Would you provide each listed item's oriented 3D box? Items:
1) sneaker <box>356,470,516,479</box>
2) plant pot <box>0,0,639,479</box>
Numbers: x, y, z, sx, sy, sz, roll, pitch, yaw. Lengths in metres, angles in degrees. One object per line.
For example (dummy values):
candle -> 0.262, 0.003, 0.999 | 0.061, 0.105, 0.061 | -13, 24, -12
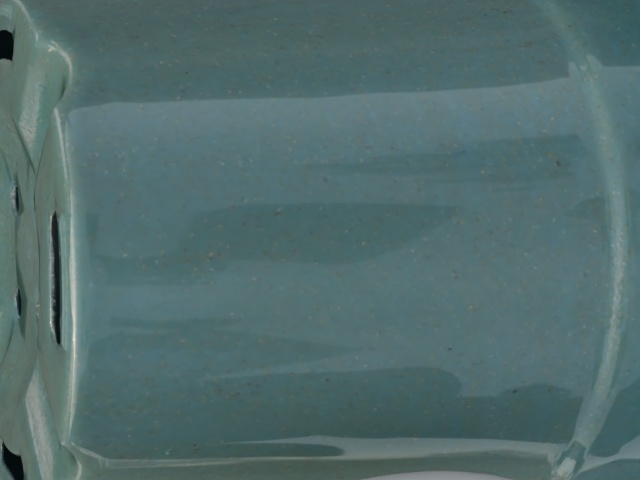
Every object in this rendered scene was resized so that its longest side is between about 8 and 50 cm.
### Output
sneaker -> -0.019, 0.181, 0.555 | 0.295, 0.147, 0.105 | -17, 105, -13
plant pot -> 0.000, 0.000, 0.763 | 0.334, 0.341, 0.341 | -2, 107, -23
